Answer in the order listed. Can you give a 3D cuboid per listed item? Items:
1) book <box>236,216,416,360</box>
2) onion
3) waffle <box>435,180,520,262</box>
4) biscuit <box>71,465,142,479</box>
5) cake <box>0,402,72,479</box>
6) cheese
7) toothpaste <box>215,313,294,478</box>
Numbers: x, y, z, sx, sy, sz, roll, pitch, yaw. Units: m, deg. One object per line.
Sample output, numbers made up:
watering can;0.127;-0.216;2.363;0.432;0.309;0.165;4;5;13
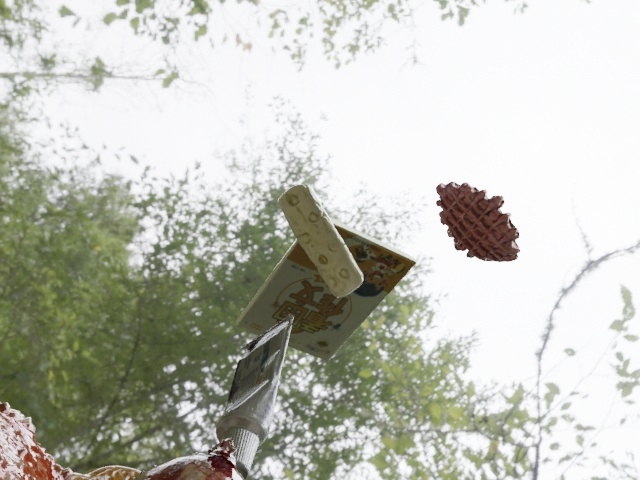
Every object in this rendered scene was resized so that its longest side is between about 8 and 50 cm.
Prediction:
book;0.005;0.095;1.191;0.295;0.208;0.020;-53;-156;31
onion;-0.129;0.282;0.673;0.159;0.195;0.159;9;-60;16
waffle;0.362;-0.038;1.521;0.234;0.055;0.221;21;-39;50
biscuit;-0.286;0.455;0.833;0.057;0.351;0.312;-26;-76;31
cake;-0.287;0.202;0.384;0.177;0.283;0.151;62;-12;5
cheese;0.000;0.000;1.053;0.065;0.043;0.194;-30;-89;0
toothpaste;-0.097;0.216;0.923;0.099;0.282;0.068;-9;-62;12
